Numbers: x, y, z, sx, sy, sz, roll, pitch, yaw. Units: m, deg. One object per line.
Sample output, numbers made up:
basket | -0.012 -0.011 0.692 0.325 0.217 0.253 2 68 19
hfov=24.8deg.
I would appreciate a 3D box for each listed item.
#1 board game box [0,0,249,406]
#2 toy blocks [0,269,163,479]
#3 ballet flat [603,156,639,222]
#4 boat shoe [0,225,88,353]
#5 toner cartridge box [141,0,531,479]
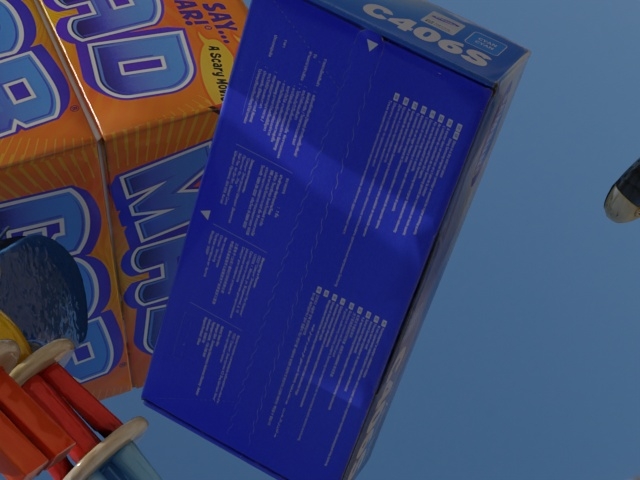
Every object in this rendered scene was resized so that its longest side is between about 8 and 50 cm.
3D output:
board game box | -0.254 -0.087 1.438 0.356 0.356 0.356 -18 -129 -16
toy blocks | -0.121 0.075 0.611 0.148 0.054 0.123 45 -177 8
ballet flat | 0.267 -0.058 0.988 0.057 0.173 0.049 9 -128 -56
boat shoe | -0.242 0.042 1.010 0.258 0.089 0.109 16 -119 -75
toner cartridge box | 0.000 0.000 0.972 0.165 0.348 0.075 27 -147 12
